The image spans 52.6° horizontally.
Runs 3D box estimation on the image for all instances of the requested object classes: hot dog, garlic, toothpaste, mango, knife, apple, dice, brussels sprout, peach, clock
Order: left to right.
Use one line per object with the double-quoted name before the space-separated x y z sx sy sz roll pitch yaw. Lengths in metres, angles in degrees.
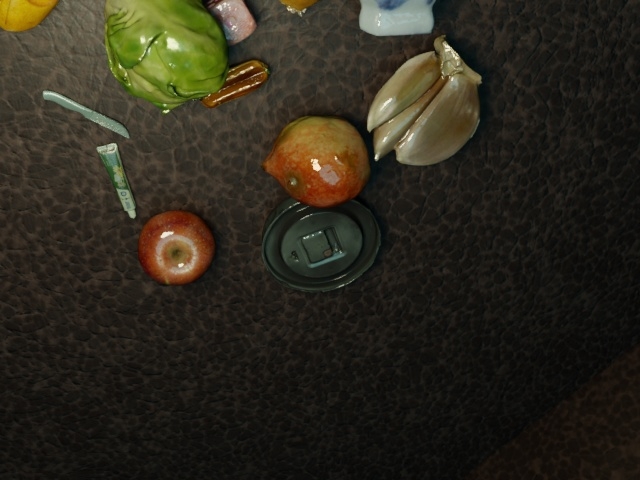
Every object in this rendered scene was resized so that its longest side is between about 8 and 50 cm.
"mango" -0.590 -0.528 1.272 0.154 0.126 0.252 9 127 -30
"knife" -0.536 -0.294 1.497 0.210 0.015 0.028 24 108 -25
"toothpaste" -0.492 -0.143 1.593 0.049 0.031 0.204 -15 122 -4
"brussels sprout" -0.321 -0.396 1.324 0.227 0.259 0.294 -41 92 -24
"apple" -0.369 0.015 1.649 0.201 0.162 0.201 -6 113 -14
"dice" -0.197 -0.483 1.402 0.094 0.091 0.093 -28 123 7
"hot dog" -0.207 -0.363 1.498 0.188 0.055 0.072 -21 121 2
"peach" -0.014 -0.185 1.548 0.257 0.232 0.232 -14 124 -6
"clock" 0.000 0.000 1.752 0.325 0.067 0.325 -6 127 -8
"garlic" 0.259 -0.317 1.580 0.279 0.132 0.325 30 109 -26

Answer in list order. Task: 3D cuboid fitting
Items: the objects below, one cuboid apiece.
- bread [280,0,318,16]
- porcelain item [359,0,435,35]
"bread" -0.086 -0.594 1.347 0.136 0.107 0.241 -44 121 13
"porcelain item" 0.168 -0.639 1.327 0.243 0.178 0.405 -6 122 -8
